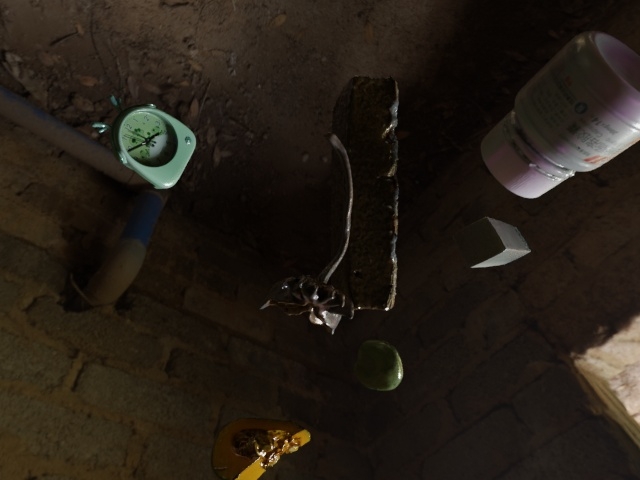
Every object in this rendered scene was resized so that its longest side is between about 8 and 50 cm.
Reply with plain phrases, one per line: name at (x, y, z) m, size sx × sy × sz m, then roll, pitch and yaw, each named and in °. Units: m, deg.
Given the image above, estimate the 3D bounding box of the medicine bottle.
medicine bottle at (0.562, -0.271, 0.961) m, size 0.256 × 0.256 × 0.325 m, roll 17°, pitch 144°, yaw -19°

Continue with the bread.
bread at (0.081, -0.075, 0.782) m, size 0.113 × 0.165 × 0.416 m, roll 2°, pitch 87°, yaw -6°

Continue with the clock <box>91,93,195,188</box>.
clock at (-0.397, -0.229, 0.939) m, size 0.066 × 0.159 × 0.211 m, roll 2°, pitch 152°, yaw 46°

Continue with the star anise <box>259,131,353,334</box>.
star anise at (0.000, 0.000, 0.611) m, size 0.148 × 0.227 × 0.218 m, roll 10°, pitch 153°, yaw 29°

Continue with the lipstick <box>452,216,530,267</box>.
lipstick at (0.335, 0.007, 0.791) m, size 0.068 × 0.066 × 0.317 m, roll -32°, pitch 162°, yaw 27°

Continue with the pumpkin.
pumpkin at (-0.183, 0.632, 1.217) m, size 0.281 × 0.190 × 0.139 m, roll 2°, pitch 136°, yaw 8°

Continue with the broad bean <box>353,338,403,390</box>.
broad bean at (0.183, 0.403, 1.325) m, size 0.100 × 0.169 × 0.228 m, roll -29°, pitch 142°, yaw -28°
